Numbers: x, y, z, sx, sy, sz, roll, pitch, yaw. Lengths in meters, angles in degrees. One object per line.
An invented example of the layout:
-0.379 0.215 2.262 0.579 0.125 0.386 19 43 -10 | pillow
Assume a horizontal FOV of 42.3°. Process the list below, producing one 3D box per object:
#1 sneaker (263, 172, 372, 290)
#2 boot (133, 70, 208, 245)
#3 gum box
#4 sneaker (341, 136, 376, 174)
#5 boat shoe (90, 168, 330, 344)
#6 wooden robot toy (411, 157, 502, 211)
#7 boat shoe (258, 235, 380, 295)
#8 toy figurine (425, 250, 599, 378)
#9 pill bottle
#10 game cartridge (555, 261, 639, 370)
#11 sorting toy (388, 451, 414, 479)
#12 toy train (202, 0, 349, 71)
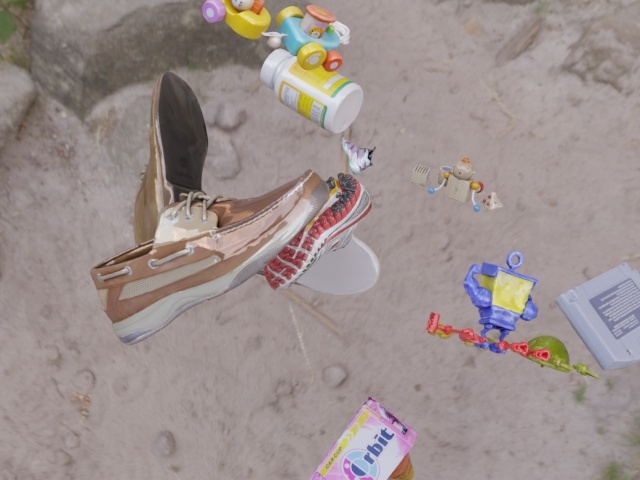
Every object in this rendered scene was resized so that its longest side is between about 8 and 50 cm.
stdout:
0.000 0.000 1.332 0.225 0.093 0.088 -45 50 10 | sneaker
-0.239 -0.114 1.250 0.115 0.112 0.305 -21 62 32 | boot
0.077 0.376 1.446 0.107 0.062 0.188 36 106 7 | gum box
0.089 -0.198 1.833 0.069 0.038 0.098 -24 67 8 | sneaker
-0.139 0.004 0.945 0.324 0.123 0.116 -31 99 19 | boat shoe
0.248 -0.116 1.463 0.173 0.079 0.076 25 37 28 | wooden robot toy
-0.045 0.017 1.555 0.341 0.158 0.127 15 95 12 | boat shoe
0.415 0.133 1.705 0.363 0.191 0.217 18 81 -20 | toy figurine
-0.023 -0.323 1.760 0.208 0.117 0.117 34 71 21 | pill bottle
0.630 0.162 1.745 0.294 0.060 0.196 -16 64 -44 | game cartridge
0.107 0.535 1.565 0.126 0.127 0.365 45 52 -34 | sorting toy
-0.041 -0.218 0.728 0.166 0.046 0.125 27 41 -12 | toy train
